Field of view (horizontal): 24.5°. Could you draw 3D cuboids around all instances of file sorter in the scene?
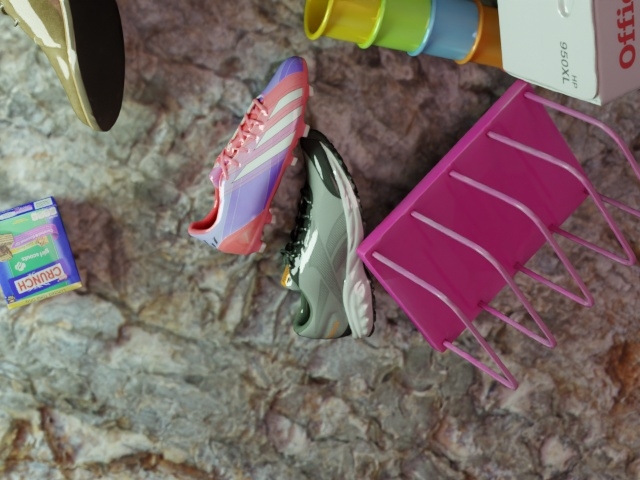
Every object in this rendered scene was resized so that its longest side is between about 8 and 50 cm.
[{"bbox_3d":[0.235,-0.001,1.730,0.290,0.182,0.202,-46,127,-9],"label":"file sorter"}]

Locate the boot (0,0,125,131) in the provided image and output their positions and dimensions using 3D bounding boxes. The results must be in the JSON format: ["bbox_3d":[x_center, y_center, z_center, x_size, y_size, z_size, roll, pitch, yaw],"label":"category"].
[{"bbox_3d":[-0.299,-0.259,1.617,0.115,0.112,0.305,-6,117,19],"label":"boot"}]

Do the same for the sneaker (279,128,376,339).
[{"bbox_3d":[0.000,0.000,1.765,0.108,0.100,0.271,-10,110,-6],"label":"sneaker"}]

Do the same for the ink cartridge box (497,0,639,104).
[{"bbox_3d":[0.387,-0.357,1.637,0.395,0.166,0.285,-24,120,-27],"label":"ink cartridge box"}]

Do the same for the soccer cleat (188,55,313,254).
[{"bbox_3d":[-0.079,-0.101,1.722,0.095,0.083,0.248,14,106,-14],"label":"soccer cleat"}]

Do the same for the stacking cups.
[{"bbox_3d":[0.142,-0.245,1.723,0.316,0.096,0.096,12,104,-18],"label":"stacking cups"}]

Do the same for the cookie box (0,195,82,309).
[{"bbox_3d":[-0.335,0.015,1.709,0.092,0.040,0.107,-18,112,-9],"label":"cookie box"}]
